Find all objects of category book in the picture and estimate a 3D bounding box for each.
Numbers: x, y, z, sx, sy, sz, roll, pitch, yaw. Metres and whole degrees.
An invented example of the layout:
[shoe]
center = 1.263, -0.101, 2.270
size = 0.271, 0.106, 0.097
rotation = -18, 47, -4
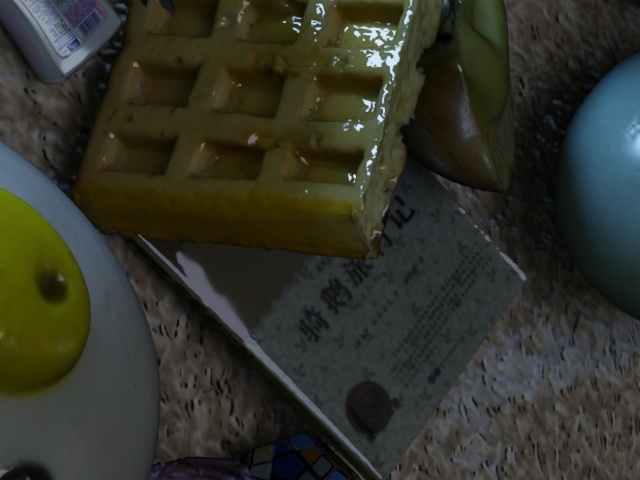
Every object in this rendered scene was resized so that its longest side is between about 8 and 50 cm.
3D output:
[book]
center = 0.000, 0.000, 1.279
size = 0.310, 0.021, 0.217
rotation = 46, 64, -15

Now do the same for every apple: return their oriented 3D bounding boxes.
[apple]
center = 0.091, -0.129, 1.298
size = 0.265, 0.120, 0.193
rotation = -79, 153, -54

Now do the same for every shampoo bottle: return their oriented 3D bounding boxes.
[shampoo bottle]
center = -0.188, -0.164, 1.155
size = 0.072, 0.043, 0.099
rotation = -50, 118, -27

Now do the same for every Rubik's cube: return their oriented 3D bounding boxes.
[Rubik's cube]
center = -0.018, 0.195, 1.262
size = 0.093, 0.111, 0.111
rotation = 14, 81, -12

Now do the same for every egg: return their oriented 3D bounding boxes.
[egg]
center = 0.364, -0.057, 1.437
size = 0.389, 0.276, 0.276
rotation = -15, 100, -37

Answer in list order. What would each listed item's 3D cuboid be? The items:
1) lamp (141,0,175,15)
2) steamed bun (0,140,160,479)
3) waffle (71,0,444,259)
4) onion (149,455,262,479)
[lamp]
center = -0.171, -0.252, 1.025
size = 0.284, 0.250, 0.250
rotation = 49, 62, -6
[steamed bun]
center = -0.267, 0.077, 0.934
size = 0.374, 0.334, 0.334
rotation = 36, 70, -27
[waffle]
center = -0.038, -0.115, 1.151
size = 0.055, 0.221, 0.248
rotation = 48, 52, -59
[onion]
center = -0.072, 0.252, 1.152
size = 0.200, 0.207, 0.201
rotation = 53, 22, -32
